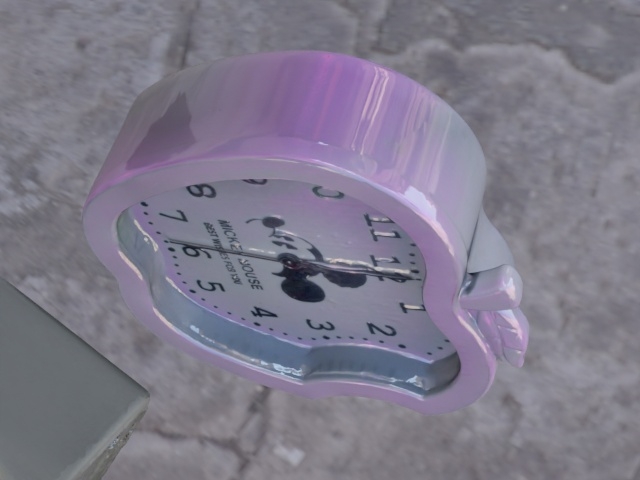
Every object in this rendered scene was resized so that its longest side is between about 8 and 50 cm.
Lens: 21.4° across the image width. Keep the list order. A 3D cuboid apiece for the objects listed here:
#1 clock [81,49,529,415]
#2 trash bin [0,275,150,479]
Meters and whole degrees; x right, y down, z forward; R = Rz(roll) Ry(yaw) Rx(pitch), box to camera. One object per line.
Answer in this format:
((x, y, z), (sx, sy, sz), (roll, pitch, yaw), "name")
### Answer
((0.000, 0.000, 1.244), (0.338, 0.338, 0.102), (34, 56, -23), "clock")
((-0.228, 0.073, 0.717), (0.250, 0.219, 0.220), (34, 112, 2), "trash bin")
